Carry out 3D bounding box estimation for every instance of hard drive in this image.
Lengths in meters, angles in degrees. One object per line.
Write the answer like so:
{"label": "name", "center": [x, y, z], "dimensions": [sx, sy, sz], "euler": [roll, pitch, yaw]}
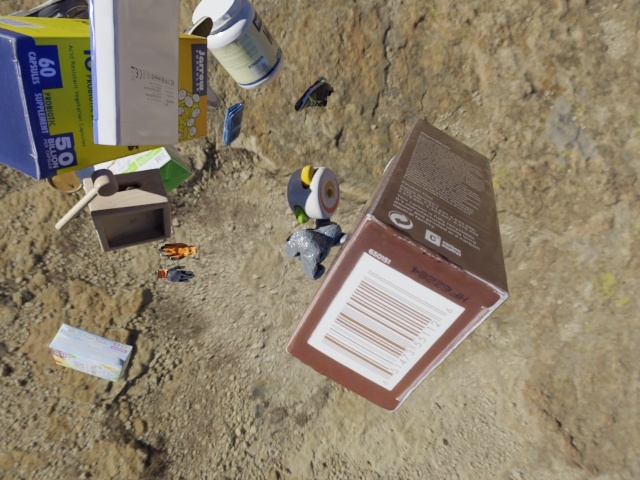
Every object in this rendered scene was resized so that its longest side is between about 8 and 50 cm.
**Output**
{"label": "hard drive", "center": [-0.253, -0.299, 0.598], "dimensions": [0.040, 0.210, 0.318], "euler": [5, 103, 2]}

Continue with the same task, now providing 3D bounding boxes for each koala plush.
{"label": "koala plush", "center": [0.000, 0.000, 1.628], "dimensions": [0.221, 0.203, 0.196], "euler": [-36, 71, -24]}

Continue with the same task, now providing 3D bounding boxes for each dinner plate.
{"label": "dinner plate", "center": [-0.382, -0.486, 1.379], "dimensions": [0.141, 0.141, 0.017], "euler": [29, 75, -2]}

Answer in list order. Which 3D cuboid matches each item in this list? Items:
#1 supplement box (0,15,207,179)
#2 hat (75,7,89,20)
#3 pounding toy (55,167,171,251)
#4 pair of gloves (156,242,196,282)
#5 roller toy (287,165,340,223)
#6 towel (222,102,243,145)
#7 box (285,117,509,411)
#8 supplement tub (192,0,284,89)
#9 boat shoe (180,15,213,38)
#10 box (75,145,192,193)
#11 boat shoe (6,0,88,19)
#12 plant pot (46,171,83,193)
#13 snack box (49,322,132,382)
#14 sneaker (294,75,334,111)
{"label": "supplement box", "center": [-0.387, -0.264, 0.733], "dimensions": [0.195, 0.356, 0.194], "euler": [22, 122, 20]}
{"label": "hat", "center": [-0.620, -0.565, 1.171], "dimensions": [0.134, 0.331, 0.331], "euler": [8, 84, -28]}
{"label": "pounding toy", "center": [-0.368, -0.073, 0.747], "dimensions": [0.181, 0.206, 0.094], "euler": [-14, 66, -25]}
{"label": "pair of gloves", "center": [-0.291, 0.046, 0.862], "dimensions": [0.074, 0.010, 0.083], "euler": [3, 102, -23]}
{"label": "roller toy", "center": [-0.018, -0.176, 1.564], "dimensions": [0.146, 0.191, 0.209], "euler": [2, 106, 30]}
{"label": "towel", "center": [-0.250, -0.335, 1.225], "dimensions": [0.029, 0.119, 0.067], "euler": [32, 51, 7]}
{"label": "box", "center": [0.110, -0.005, 0.539], "dimensions": [0.143, 0.381, 0.191], "euler": [30, 123, 1]}
{"label": "supplement tub", "center": [-0.318, -0.789, 1.672], "dimensions": [0.235, 0.325, 0.235], "euler": [-12, 60, 23]}
{"label": "boat shoe", "center": [-0.341, -0.524, 1.096], "dimensions": [0.049, 0.056, 0.152], "euler": [39, 86, 16]}
{"label": "box", "center": [-0.556, -0.219, 1.235], "dimensions": [0.262, 0.127, 0.231], "euler": [-38, 72, 3]}
{"label": "boat shoe", "center": [-0.544, -0.432, 0.854], "dimensions": [0.065, 0.075, 0.206], "euler": [54, 49, -21]}
{"label": "plant pot", "center": [-0.903, -0.282, 1.545], "dimensions": [0.237, 0.254, 0.237], "euler": [-8, 124, -12]}
{"label": "snack box", "center": [-0.598, 0.302, 1.114], "dimensions": [0.174, 0.207, 0.070], "euler": [25, 57, -15]}
{"label": "sneaker", "center": [-0.013, -0.578, 1.713], "dimensions": [0.097, 0.084, 0.234], "euler": [44, 57, -12]}
